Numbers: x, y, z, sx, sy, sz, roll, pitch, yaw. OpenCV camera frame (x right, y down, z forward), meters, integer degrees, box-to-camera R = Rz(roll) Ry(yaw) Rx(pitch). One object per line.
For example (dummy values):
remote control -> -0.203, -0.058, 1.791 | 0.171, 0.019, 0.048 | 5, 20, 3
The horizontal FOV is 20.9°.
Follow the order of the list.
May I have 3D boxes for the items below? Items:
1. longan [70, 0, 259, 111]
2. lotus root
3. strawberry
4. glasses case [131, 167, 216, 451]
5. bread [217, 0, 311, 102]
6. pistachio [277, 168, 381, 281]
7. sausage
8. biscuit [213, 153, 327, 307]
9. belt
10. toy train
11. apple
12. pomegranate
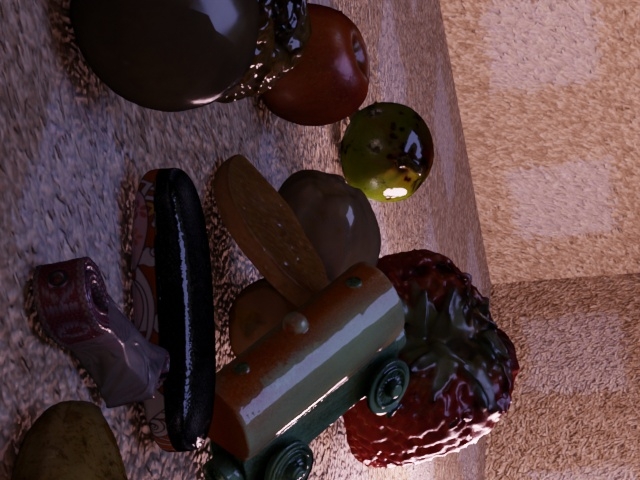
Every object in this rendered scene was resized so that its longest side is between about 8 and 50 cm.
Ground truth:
longan -> -0.137, -0.198, 1.519 | 0.189, 0.189, 0.189 | -5, 90, -78
lotus root -> -0.186, 0.222, 1.268 | 0.110, 0.097, 0.258 | 69, 16, -46
strawberry -> 0.127, 0.182, 2.464 | 0.351, 0.267, 0.312 | 114, -25, -59
glasses case -> -0.137, 0.065, 1.625 | 0.103, 0.067, 0.267 | 23, 64, -75
bread -> -0.084, -0.258, 1.853 | 0.230, 0.123, 0.230 | -1, 90, -76
pistachio -> 0.000, 0.000, 2.170 | 0.138, 0.153, 0.238 | 47, -7, 23
sausage -> -0.027, 0.095, 2.041 | 0.328, 0.112, 0.112 | 1, 85, -76
biscuit -> -0.058, -0.007, 1.917 | 0.142, 0.029, 0.221 | 12, 42, -60
belt -> -0.181, 0.082, 1.445 | 0.232, 0.053, 0.071 | 61, 19, -64
toy train -> -0.017, 0.144, 1.819 | 0.285, 0.116, 0.177 | -36, 137, -29
apple -> -0.010, -0.221, 2.178 | 0.163, 0.139, 0.163 | -2, 90, -78
pomegranate -> 0.106, -0.147, 2.697 | 0.220, 0.156, 0.156 | -73, 155, -67
